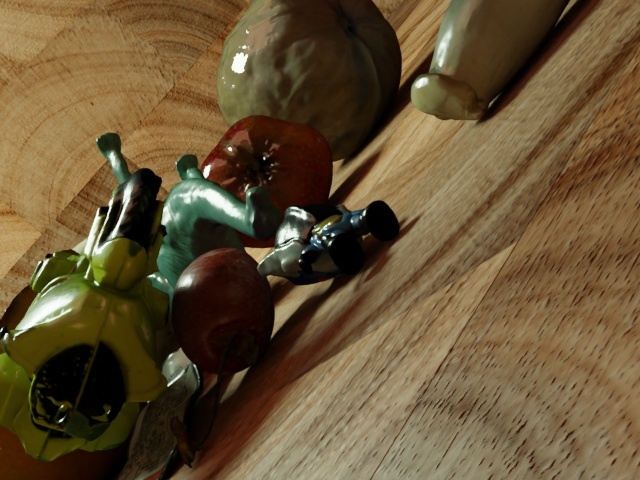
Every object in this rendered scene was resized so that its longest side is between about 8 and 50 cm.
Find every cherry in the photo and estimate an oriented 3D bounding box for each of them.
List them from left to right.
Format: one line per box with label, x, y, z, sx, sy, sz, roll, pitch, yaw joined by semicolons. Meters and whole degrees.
cherry;-0.086;0.081;1.091;0.225;0.090;0.107;-83;8;-59

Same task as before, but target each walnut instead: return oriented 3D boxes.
walnut;-0.017;-0.219;1.717;0.248;0.248;0.248;-49;6;7

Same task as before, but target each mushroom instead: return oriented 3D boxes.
mushroom;0.190;-0.239;1.027;0.351;0.097;0.109;-54;27;10

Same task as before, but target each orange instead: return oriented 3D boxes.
orange;-0.313;0.168;1.434;0.274;0.274;0.310;172;93;-81

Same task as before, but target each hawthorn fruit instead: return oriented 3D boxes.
hawthorn fruit;-0.056;-0.060;1.541;0.162;0.163;0.203;-50;-11;-3

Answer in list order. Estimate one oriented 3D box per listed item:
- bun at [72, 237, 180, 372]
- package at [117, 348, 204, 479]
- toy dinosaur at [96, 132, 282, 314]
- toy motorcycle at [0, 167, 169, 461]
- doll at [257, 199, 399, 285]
bun;-0.225;0.088;1.625;0.116;0.237;0.210;42;124;48
package;-0.148;0.179;1.204;0.166;0.040;0.232;-51;14;23
toy dinosaur;-0.097;0.049;1.329;0.129;0.383;0.331;-27;38;-19
toy motorcycle;-0.201;0.094;1.122;0.342;0.142;0.206;-54;12;55
doll;0.000;0.000;1.064;0.096;0.070;0.195;-36;9;-18
